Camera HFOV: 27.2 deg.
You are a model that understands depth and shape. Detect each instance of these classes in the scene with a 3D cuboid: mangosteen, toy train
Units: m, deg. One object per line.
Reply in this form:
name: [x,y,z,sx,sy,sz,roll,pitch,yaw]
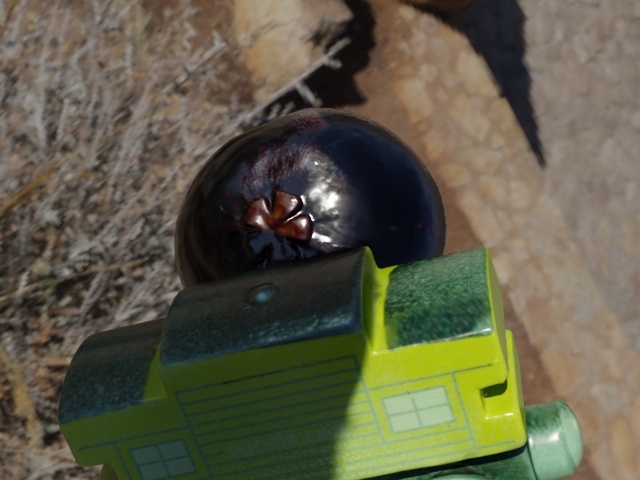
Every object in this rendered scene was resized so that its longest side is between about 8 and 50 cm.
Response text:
mangosteen: [0.000,0.000,1.356,0.302,0.275,0.275,3,67,-75]
toy train: [-0.012,0.155,1.117,0.179,0.442,0.272,-81,154,-61]
